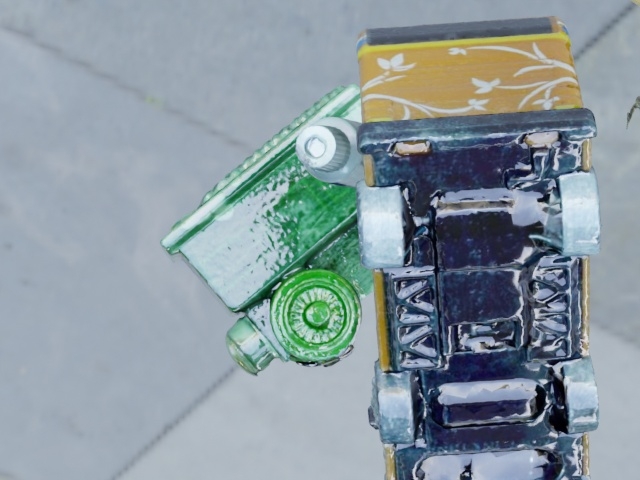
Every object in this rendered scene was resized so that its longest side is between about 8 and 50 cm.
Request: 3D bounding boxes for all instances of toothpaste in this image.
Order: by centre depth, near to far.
[{"bbox_3d":[0.043,-0.065,1.551,0.048,0.075,0.297,-31,170,16],"label":"toothpaste"}]

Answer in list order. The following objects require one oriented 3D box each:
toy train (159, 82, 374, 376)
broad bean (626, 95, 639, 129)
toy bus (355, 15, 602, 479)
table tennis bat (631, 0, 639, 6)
[{"bbox_3d":[0.000,0.000,1.821,0.202,0.266,0.145,50,175,1],"label":"toy train"},{"bbox_3d":[0.369,-0.029,1.969,0.056,0.318,0.098,-8,142,-5],"label":"broad bean"},{"bbox_3d":[0.105,0.020,1.348,0.162,0.194,0.323,-4,126,1],"label":"toy bus"},{"bbox_3d":[0.303,-0.145,1.431,0.321,0.198,0.050,31,95,-27],"label":"table tennis bat"}]
